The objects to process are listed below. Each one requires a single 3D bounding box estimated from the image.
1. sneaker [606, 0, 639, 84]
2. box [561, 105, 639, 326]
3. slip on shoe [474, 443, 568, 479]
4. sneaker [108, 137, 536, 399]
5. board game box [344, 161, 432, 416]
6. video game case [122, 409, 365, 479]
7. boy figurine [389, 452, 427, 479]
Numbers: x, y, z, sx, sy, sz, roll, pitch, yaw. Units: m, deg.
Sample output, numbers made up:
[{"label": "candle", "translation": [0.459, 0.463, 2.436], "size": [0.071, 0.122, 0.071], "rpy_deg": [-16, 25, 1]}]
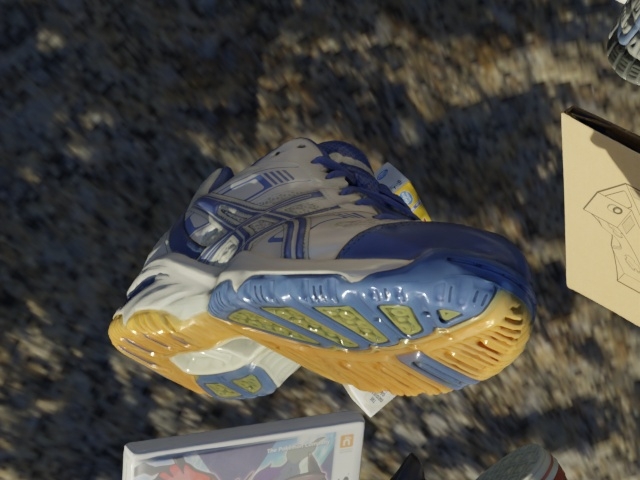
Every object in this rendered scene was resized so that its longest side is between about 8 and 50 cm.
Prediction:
[{"label": "sneaker", "translation": [0.300, -0.180, 1.491], "size": [0.129, 0.297, 0.111], "rpy_deg": [31, 117, -7]}, {"label": "box", "translation": [0.274, -0.004, 1.616], "size": [0.164, 0.201, 0.021], "rpy_deg": [30, 55, 35]}, {"label": "slip on shoe", "translation": [0.126, 0.341, 1.910], "size": [0.331, 0.123, 0.101], "rpy_deg": [-40, 103, 10]}, {"label": "sneaker", "translation": [0.000, 0.000, 0.932], "size": [0.296, 0.112, 0.131], "rpy_deg": [-5, 56, 53]}, {"label": "board game box", "translation": [0.038, 0.034, 1.224], "size": [0.103, 0.154, 0.026], "rpy_deg": [-40, 46, -7]}, {"label": "video game case", "translation": [-0.063, 0.232, 1.507], "size": [0.201, 0.023, 0.183], "rpy_deg": [-6, 113, -26]}, {"label": "boy figurine", "translation": [0.160, 0.268, 1.394], "size": [0.285, 0.177, 0.092], "rpy_deg": [32, 62, 2]}]
